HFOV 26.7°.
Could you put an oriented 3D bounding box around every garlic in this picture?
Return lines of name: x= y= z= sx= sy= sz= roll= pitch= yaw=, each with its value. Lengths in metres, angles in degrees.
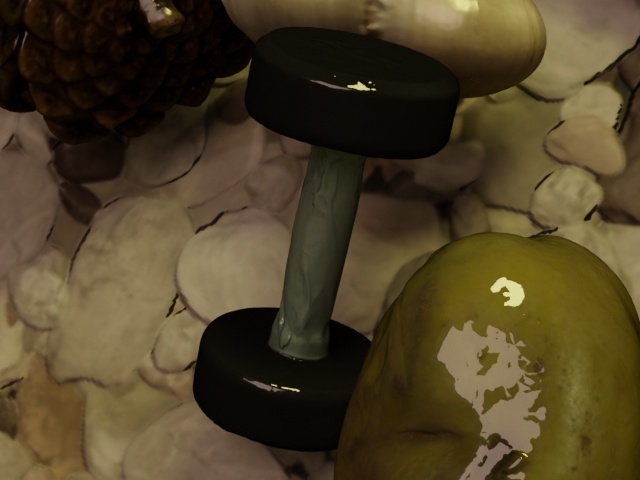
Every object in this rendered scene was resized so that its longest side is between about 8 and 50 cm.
garlic: x=0.037 y=-0.126 z=0.721 sx=0.174 sy=0.124 sz=0.099 roll=14 pitch=106 yaw=23

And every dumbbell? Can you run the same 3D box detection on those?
dumbbell: x=0.000 y=0.000 z=0.659 sx=0.100 sy=0.100 sz=0.191 roll=24 pitch=114 yaw=27

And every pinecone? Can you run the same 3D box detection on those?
pinecone: x=-0.134 y=-0.162 z=0.779 sx=0.208 sy=0.208 sz=0.207 roll=-7 pitch=65 yaw=17

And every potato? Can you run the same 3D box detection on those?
potato: x=0.081 y=0.096 z=0.602 sx=0.137 sy=0.154 sz=0.200 roll=7 pitch=80 yaw=-22
